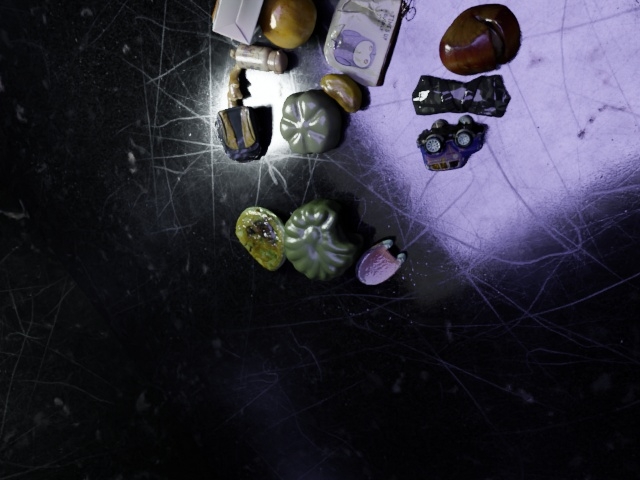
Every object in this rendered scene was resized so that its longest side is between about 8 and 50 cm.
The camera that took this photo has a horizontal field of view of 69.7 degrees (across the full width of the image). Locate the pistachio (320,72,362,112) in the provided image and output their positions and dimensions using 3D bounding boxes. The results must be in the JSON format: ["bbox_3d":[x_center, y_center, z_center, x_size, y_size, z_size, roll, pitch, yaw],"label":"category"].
[{"bbox_3d":[0.091,-0.581,1.782,0.189,0.100,0.110,42,125,5],"label":"pistachio"}]

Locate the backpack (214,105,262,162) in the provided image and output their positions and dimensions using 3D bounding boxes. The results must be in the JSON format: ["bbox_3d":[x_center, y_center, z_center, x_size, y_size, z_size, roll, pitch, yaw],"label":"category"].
[{"bbox_3d":[-0.352,-0.462,2.015,0.206,0.133,0.258,-10,115,1],"label":"backpack"}]

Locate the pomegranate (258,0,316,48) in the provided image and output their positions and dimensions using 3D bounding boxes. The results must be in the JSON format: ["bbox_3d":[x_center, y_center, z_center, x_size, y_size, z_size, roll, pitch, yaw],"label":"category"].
[{"bbox_3d":[-0.129,-0.843,1.726,0.233,0.233,0.233,9,112,23],"label":"pomegranate"}]

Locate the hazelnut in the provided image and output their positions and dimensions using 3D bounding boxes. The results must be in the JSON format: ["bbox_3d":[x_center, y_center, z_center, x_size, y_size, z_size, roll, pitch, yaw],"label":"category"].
[{"bbox_3d":[0.516,-0.648,1.506,0.252,0.217,0.217,-25,97,15],"label":"hazelnut"}]

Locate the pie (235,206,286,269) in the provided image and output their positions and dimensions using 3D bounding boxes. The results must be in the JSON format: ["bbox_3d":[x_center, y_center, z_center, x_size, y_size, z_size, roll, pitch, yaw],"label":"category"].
[{"bbox_3d":[-0.267,-0.012,2.153,0.323,0.071,0.323,18,122,31],"label":"pie"}]

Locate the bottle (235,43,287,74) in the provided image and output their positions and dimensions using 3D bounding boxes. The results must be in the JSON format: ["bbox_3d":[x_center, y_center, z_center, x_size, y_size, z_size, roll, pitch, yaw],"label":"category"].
[{"bbox_3d":[-0.236,-0.738,1.887,0.209,0.097,0.110,17,139,19],"label":"bottle"}]

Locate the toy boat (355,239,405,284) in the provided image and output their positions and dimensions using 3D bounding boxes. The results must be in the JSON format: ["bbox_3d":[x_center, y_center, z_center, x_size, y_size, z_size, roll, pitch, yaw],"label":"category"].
[{"bbox_3d":[0.251,0.097,1.980,0.155,0.085,0.227,46,110,-6],"label":"toy boat"}]

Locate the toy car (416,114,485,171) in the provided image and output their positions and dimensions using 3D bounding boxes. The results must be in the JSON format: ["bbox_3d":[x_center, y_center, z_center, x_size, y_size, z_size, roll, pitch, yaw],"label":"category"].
[{"bbox_3d":[0.476,-0.342,1.663,0.235,0.172,0.157,-4,123,24],"label":"toy car"}]

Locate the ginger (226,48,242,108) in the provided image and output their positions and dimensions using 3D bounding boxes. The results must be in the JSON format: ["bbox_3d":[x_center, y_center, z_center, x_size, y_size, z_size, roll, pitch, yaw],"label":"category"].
[{"bbox_3d":[-0.367,-0.671,1.987,0.089,0.075,0.287,34,126,35],"label":"ginger"}]

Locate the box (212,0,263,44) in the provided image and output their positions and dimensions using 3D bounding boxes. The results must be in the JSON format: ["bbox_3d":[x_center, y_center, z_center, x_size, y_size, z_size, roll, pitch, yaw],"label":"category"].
[{"bbox_3d":[-0.308,-0.900,1.723,0.144,0.341,0.224,14,120,-21],"label":"box"}]

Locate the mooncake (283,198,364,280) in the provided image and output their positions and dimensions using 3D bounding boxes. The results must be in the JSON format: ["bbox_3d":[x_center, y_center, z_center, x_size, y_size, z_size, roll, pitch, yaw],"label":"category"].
[{"bbox_3d":[0.000,0.000,1.994,0.352,0.187,0.351,9,114,21],"label":"mooncake"}]

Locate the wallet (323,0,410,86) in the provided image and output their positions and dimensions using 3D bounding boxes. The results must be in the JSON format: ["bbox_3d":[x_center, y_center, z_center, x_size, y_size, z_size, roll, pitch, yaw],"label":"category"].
[{"bbox_3d":[0.160,-0.759,1.705,0.275,0.068,0.335,25,119,13],"label":"wallet"}]

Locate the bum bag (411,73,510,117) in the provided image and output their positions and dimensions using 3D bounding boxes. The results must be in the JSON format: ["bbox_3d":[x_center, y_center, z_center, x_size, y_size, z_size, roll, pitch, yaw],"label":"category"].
[{"bbox_3d":[0.490,-0.511,1.625,0.341,0.095,0.143,10,121,25],"label":"bum bag"}]

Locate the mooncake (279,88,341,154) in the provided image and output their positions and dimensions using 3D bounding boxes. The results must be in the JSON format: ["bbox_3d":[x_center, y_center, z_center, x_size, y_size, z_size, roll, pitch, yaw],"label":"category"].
[{"bbox_3d":[-0.046,-0.477,1.872,0.275,0.135,0.274,11,117,22],"label":"mooncake"}]
